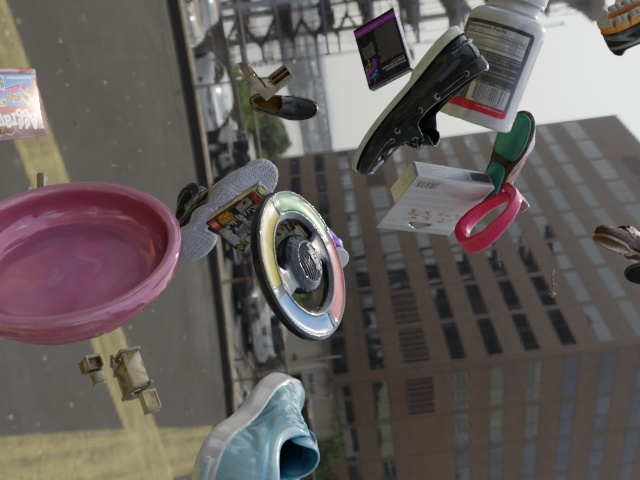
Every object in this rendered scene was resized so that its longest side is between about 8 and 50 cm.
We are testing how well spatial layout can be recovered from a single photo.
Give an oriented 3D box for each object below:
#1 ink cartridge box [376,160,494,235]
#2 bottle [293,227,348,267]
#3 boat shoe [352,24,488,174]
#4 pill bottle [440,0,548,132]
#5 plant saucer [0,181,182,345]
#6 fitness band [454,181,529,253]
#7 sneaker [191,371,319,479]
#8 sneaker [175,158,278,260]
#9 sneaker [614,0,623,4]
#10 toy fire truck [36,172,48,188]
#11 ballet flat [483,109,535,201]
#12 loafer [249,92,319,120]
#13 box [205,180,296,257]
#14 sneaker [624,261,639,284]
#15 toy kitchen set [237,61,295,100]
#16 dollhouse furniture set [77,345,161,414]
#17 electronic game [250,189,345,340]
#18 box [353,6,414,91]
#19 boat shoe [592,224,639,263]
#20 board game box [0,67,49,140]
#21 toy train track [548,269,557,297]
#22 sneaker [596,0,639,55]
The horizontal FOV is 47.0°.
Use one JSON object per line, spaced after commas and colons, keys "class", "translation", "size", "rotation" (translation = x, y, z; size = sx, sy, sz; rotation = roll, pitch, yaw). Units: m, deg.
{"class": "ink cartridge box", "translation": [0.322, -0.116, 2.125], "size": [0.239, 0.275, 0.060], "rotation": [-52, -138, 45]}
{"class": "bottle", "translation": [0.000, 0.000, 2.333], "size": [0.118, 0.092, 0.283], "rotation": [51, -3, -36]}
{"class": "boat shoe", "translation": [0.185, -0.227, 1.363], "size": [0.113, 0.340, 0.127], "rotation": [43, 29, 9]}
{"class": "pill bottle", "translation": [0.391, -0.413, 1.634], "size": [0.176, 0.176, 0.319], "rotation": [-92, -160, -77]}
{"class": "plant saucer", "translation": [-0.365, 0.035, 1.063], "size": [0.332, 0.332, 0.084], "rotation": [-96, -174, -53]}
{"class": "fitness band", "translation": [0.458, -0.060, 1.993], "size": [0.054, 0.209, 0.291], "rotation": [46, 14, -7]}
{"class": "sneaker", "translation": [-0.066, 0.323, 1.165], "size": [0.366, 0.150, 0.135], "rotation": [-35, 139, -70]}
{"class": "sneaker", "translation": [-0.207, -0.088, 1.485], "size": [0.101, 0.268, 0.153], "rotation": [42, 11, -34]}
{"class": "sneaker", "translation": [0.679, -0.588, 1.629], "size": [0.061, 0.053, 0.152], "rotation": [40, -29, 25]}
{"class": "toy fire truck", "translation": [-0.477, -0.013, 1.367], "size": [0.158, 0.246, 0.217], "rotation": [-49, -179, -29]}
{"class": "ballet flat", "translation": [0.545, -0.240, 2.118], "size": [0.107, 0.106, 0.316], "rotation": [45, -48, 28]}
{"class": "loafer", "translation": [-0.088, -0.321, 1.769], "size": [0.061, 0.170, 0.062], "rotation": [-75, 169, -81]}
{"class": "box", "translation": [-0.112, -0.032, 1.201], "size": [0.094, 0.137, 0.027], "rotation": [43, 45, -19]}
{"class": "sneaker", "translation": [0.743, 0.046, 1.610], "size": [0.089, 0.170, 0.051], "rotation": [-82, 160, -62]}
{"class": "toy kitchen set", "translation": [-0.110, -0.332, 1.420], "size": [0.068, 0.075, 0.083], "rotation": [58, 9, 28]}
{"class": "dollhouse furniture set", "translation": [-0.530, 0.388, 1.909], "size": [0.101, 0.161, 0.182], "rotation": [-49, -122, 40]}
{"class": "electronic game", "translation": [-0.029, 0.035, 1.086], "size": [0.229, 0.048, 0.229], "rotation": [39, 41, -45]}
{"class": "box", "translation": [0.147, -0.445, 1.722], "size": [0.029, 0.116, 0.162], "rotation": [13, 60, -54]}
{"class": "boat shoe", "translation": [0.753, -0.001, 1.817], "size": [0.073, 0.207, 0.073], "rotation": [1, -110, 60]}
{"class": "board game box", "translation": [-0.651, -0.269, 1.465], "size": [0.281, 0.027, 0.145], "rotation": [-39, 122, -70]}
{"class": "toy train track", "translation": [0.622, 0.115, 1.960], "size": [0.048, 0.014, 0.083], "rotation": [97, 5, -55]}
{"class": "sneaker", "translation": [0.590, -0.392, 1.275], "size": [0.084, 0.214, 0.083], "rotation": [-91, 156, -46]}
